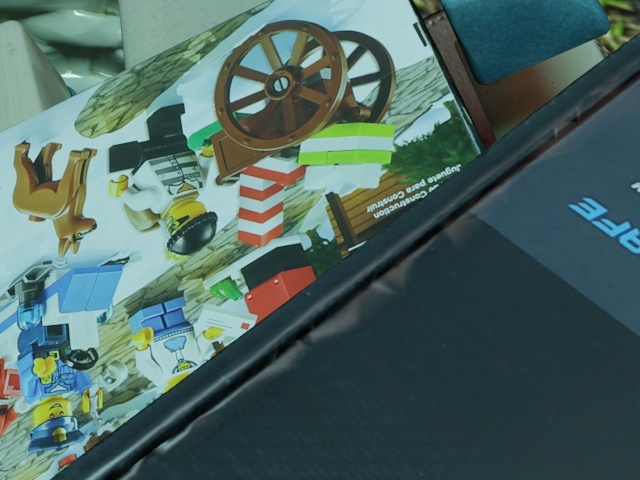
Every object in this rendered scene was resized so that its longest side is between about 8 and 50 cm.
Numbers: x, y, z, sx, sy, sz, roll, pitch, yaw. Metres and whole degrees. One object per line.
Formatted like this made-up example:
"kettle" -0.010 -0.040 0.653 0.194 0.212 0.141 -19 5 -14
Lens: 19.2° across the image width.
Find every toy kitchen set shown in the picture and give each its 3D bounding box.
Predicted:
"toy kitchen set" 0.000 0.000 0.576 0.207 0.166 0.122 -23 55 7

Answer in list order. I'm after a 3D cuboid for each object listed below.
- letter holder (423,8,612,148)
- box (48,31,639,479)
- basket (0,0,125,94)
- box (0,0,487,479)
"letter holder" 0.027 0.069 0.669 0.302 0.152 0.214 -30 65 -37
"box" 0.065 0.134 0.270 0.293 0.073 0.295 -36 61 -25
"basket" -0.187 -0.159 0.692 0.331 0.328 0.266 7 51 -13
"box" -0.056 0.049 0.445 0.233 0.044 0.159 -26 60 5
